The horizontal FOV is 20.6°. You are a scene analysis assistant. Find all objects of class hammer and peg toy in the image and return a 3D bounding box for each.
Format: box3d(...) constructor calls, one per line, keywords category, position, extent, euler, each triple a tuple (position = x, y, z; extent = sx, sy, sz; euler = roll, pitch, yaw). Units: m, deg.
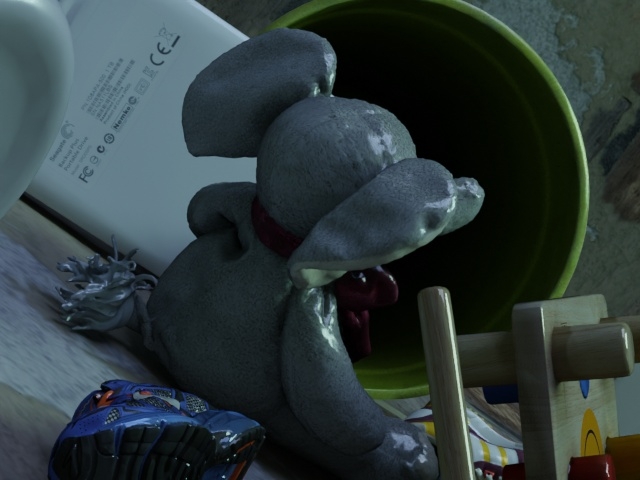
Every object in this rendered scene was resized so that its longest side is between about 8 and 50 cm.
box3d(category="hammer and peg toy", position=(0.169, 0.159, 1.209), extent=(0.127, 0.266, 0.361), euler=(-6, -3, 19))

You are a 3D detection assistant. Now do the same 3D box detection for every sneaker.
box3d(category="sneaker", position=(-0.102, 0.115, 0.935), extent=(0.087, 0.083, 0.221), euler=(26, -2, 13))
box3d(category="sneaker", position=(0.146, 0.207, 1.533), extent=(0.185, 0.070, 0.084), euler=(25, 37, 29))

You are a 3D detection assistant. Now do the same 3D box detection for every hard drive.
box3d(category="hard drive", position=(-0.111, -0.078, 1.485), extent=(0.318, 0.210, 0.040), euler=(33, -3, -14))

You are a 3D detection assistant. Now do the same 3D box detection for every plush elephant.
box3d(category="plush elephant", position=(0.000, 0.000, 1.281), extent=(0.330, 0.255, 0.272), euler=(24, 30, -47))

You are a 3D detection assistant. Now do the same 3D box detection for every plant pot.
box3d(category="plant pot", position=(0.030, -0.051, 1.723), extent=(0.366, 0.366, 0.353), euler=(36, -4, -10))

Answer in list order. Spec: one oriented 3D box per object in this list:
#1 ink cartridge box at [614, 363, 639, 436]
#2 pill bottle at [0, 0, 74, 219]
box3d(category="ink cartridge box", position=(0.368, 0.246, 1.886), extent=(0.117, 0.207, 0.283), euler=(40, 7, 31))
box3d(category="pill bottle", position=(-0.320, -0.147, 0.932), extent=(0.363, 0.210, 0.210), euler=(40, 7, 23))
